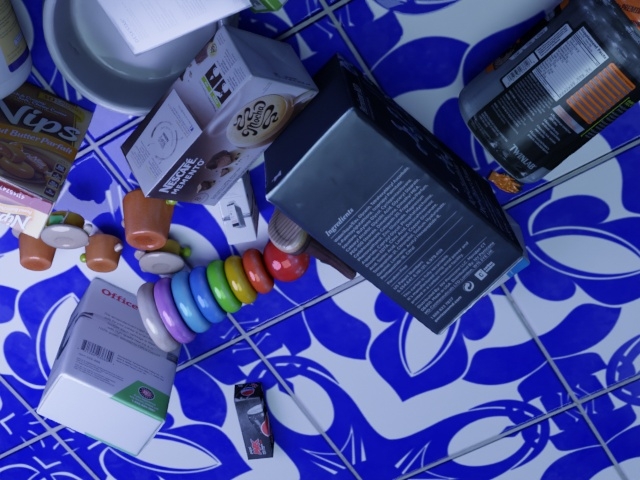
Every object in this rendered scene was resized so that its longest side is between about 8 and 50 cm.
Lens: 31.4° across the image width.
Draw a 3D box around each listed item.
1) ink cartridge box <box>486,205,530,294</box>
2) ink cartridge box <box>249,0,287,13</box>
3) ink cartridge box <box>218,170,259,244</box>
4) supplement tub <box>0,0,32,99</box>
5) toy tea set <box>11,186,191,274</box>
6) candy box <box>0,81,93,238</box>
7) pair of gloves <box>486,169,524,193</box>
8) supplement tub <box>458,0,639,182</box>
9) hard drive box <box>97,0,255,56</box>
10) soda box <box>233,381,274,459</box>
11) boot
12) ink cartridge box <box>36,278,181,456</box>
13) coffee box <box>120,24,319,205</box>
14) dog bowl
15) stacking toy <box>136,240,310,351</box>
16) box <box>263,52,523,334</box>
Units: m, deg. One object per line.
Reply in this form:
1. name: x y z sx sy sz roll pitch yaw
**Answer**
1. ink cartridge box: 0.268 0.050 2.119 0.231 0.134 0.078 -38 115 21
2. ink cartridge box: -0.065 -0.516 1.808 0.189 0.097 0.255 45 79 -23
3. ink cartridge box: -0.152 -0.076 2.071 0.056 0.099 0.135 -9 122 5
4. supplement tub: -0.620 -0.384 1.806 0.241 0.241 0.331 -10 121 7
5. toy tea set: -0.410 -0.028 2.123 0.335 0.124 0.200 1 152 -3
6. candy box: -0.506 -0.151 1.904 0.182 0.316 0.088 25 121 -14
7. pair of gloves: 0.354 -0.125 2.081 0.074 0.010 0.083 27 118 -14
8. supplement tub: 0.410 -0.269 1.875 0.338 0.207 0.207 -40 113 22
9. hard drive box: -0.228 -0.407 1.720 0.232 0.089 0.181 -16 122 28
10. soda box: -0.138 0.378 2.382 0.060 0.053 0.169 -7 122 6
11. boot: 0.000 0.000 2.031 0.090 0.248 0.207 -41 115 13
12. ink cartridge box: -0.389 0.235 2.162 0.211 0.289 0.121 28 121 -15
13. coffee box: -0.170 -0.199 1.882 0.297 0.119 0.168 -44 151 27
14. dog bowl: -0.299 -0.364 1.894 0.348 0.102 0.349 0 122 0
15. stacking toy: -0.170 0.087 2.138 0.330 0.141 0.141 -23 119 7
16. box: 0.113 -0.083 1.936 0.395 0.293 0.212 38 108 -20
